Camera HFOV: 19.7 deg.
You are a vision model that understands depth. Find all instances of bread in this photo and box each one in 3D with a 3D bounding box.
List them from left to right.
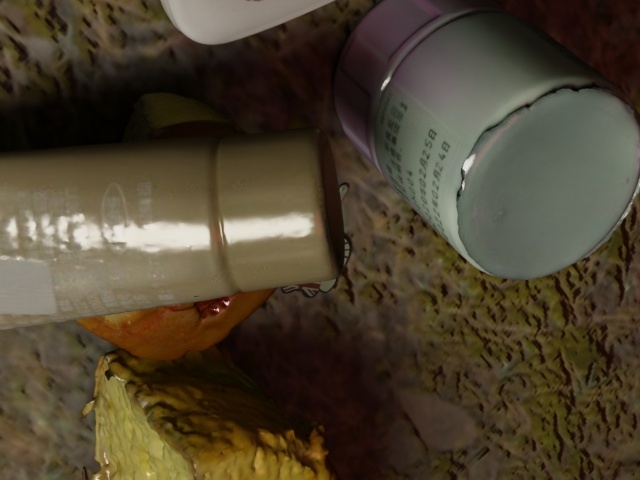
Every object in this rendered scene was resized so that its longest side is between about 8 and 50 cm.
[{"bbox_3d":[-0.077,-0.006,1.087,0.125,0.086,0.156,10,113,-35],"label":"bread"},{"bbox_3d":[-0.059,0.176,1.174,0.147,0.160,0.260,-18,121,-28],"label":"bread"}]

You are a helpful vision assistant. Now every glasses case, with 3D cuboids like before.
[{"bbox_3d":[-0.003,-0.174,1.048,0.193,0.049,0.074,-25,129,-13],"label":"glasses case"}]

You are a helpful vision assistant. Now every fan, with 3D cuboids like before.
[{"bbox_3d":[0.000,0.000,1.192,0.056,0.004,0.083,13,111,-36],"label":"fan"}]

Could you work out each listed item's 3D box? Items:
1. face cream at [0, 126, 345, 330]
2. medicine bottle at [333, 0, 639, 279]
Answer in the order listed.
[{"bbox_3d":[-0.161,0.000,0.991,0.341,0.084,0.137,-7,128,7],"label":"face cream"},{"bbox_3d":[0.097,-0.069,1.095,0.135,0.168,0.135,-16,127,-22],"label":"medicine bottle"}]
